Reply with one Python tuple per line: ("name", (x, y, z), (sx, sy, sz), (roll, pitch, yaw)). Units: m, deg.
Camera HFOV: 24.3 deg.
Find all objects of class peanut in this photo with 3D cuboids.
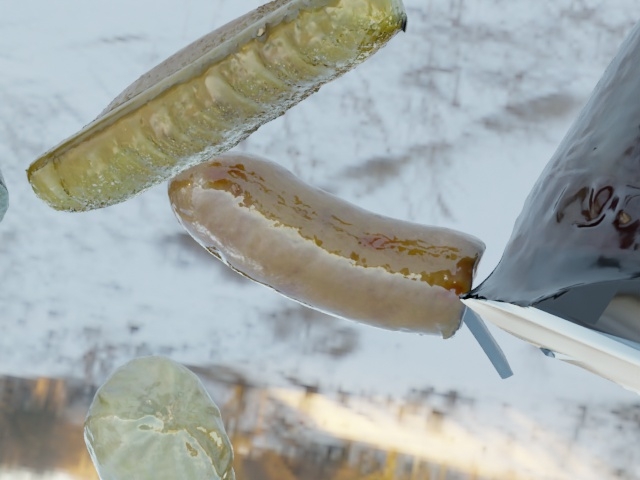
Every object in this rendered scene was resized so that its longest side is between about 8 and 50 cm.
("peanut", (-0.164, 0.248, 1.618), (0.152, 0.152, 0.313), (8, 142, 11))

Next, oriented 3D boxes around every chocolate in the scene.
("chocolate", (0.334, -0.030, 1.023), (0.384, 0.331, 0.383), (23, 176, 2))

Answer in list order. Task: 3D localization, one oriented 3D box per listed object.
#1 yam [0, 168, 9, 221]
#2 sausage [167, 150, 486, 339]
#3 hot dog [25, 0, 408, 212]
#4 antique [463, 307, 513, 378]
("yam", (-0.295, -0.121, 1.008), (0.093, 0.259, 0.093), (-25, 167, -6))
("sausage", (0.000, 0.000, 1.223), (0.270, 0.109, 0.109), (23, 169, -3))
("hot dog", (-0.067, -0.087, 0.918), (0.289, 0.083, 0.068), (-24, 108, 31))
("antique", (0.157, 0.089, 1.458), (0.015, 0.031, 0.192), (-27, 147, 7))
